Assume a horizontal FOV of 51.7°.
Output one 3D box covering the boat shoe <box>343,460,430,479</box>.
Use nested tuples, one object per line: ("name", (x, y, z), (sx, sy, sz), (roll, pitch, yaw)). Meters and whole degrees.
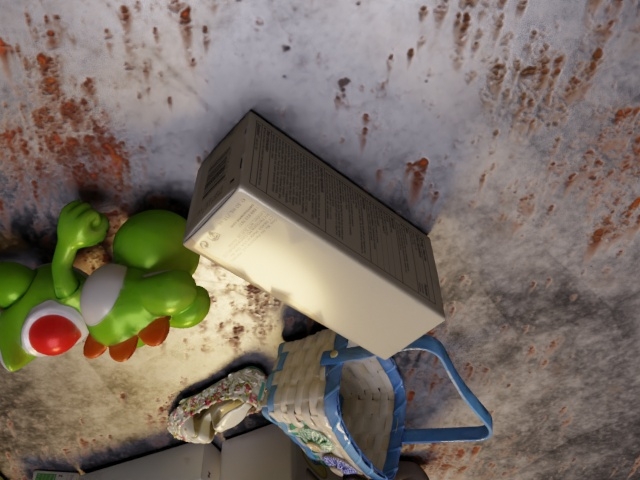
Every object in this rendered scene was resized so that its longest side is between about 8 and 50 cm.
("boat shoe", (0.073, 0.528, 1.300), (0.325, 0.123, 0.116), (-31, 158, 13))

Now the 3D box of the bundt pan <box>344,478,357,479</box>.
("bundt pan", (0.024, 0.520, 1.026), (0.331, 0.124, 0.330), (-5, 127, -6))

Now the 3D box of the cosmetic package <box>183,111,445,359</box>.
("cosmetic package", (0.000, 0.000, 0.807), (0.310, 0.160, 0.113), (34, 123, -25))

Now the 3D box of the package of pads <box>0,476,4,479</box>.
("package of pads", (-0.726, 0.460, 1.214), (0.229, 0.101, 0.296), (-9, 130, 7))

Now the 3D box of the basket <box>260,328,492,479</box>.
("basket", (0.083, 0.238, 0.980), (0.289, 0.201, 0.254), (-18, 128, 26))

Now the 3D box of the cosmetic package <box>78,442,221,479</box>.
("cosmetic package", (-0.258, 0.558, 1.312), (0.285, 0.097, 0.377), (-18, 129, 15))

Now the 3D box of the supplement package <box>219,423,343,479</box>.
("supplement package", (-0.064, 0.464, 1.174), (0.149, 0.194, 0.203), (-24, 127, 16))

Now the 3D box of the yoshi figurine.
("yoshi figurine", (-0.299, 0.050, 0.868), (0.363, 0.204, 0.202), (-5, 91, 21))

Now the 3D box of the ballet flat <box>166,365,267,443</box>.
("ballet flat", (-0.180, 0.291, 1.101), (0.091, 0.077, 0.241), (35, 122, -28))

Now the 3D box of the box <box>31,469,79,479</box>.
("box", (-0.513, 0.512, 1.263), (0.087, 0.101, 0.101), (6, 130, -7))
